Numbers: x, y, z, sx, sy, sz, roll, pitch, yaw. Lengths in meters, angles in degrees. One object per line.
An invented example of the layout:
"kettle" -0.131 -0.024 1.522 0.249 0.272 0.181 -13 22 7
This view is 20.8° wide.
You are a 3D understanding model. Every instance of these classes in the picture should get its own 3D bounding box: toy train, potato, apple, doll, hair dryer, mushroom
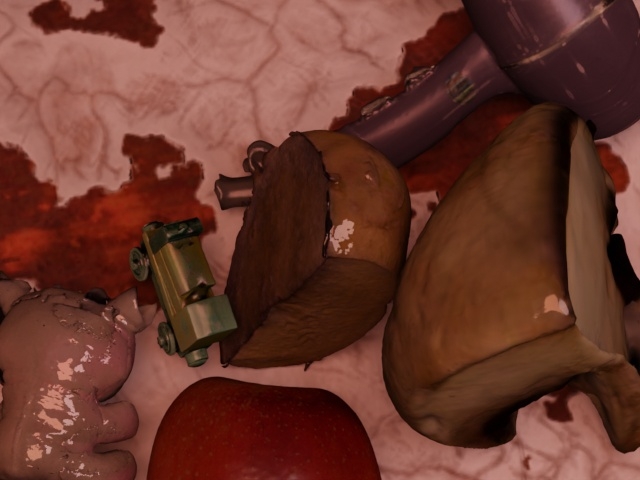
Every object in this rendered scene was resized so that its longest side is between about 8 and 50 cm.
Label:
"toy train" -0.110 0.038 1.368 0.050 0.081 0.122 -16 80 -26
"potato" 0.000 0.000 1.331 0.098 0.243 0.138 6 64 -23
"apple" -0.040 0.189 1.299 0.181 0.181 0.168 6 82 3
"doll" -0.207 0.114 1.353 0.149 0.095 0.192 -2 73 25
"hair dryer" 0.053 -0.141 1.357 0.361 0.121 0.301 -36 108 10
"mushroom" 0.148 0.030 1.300 0.212 0.292 0.217 -25 59 28
